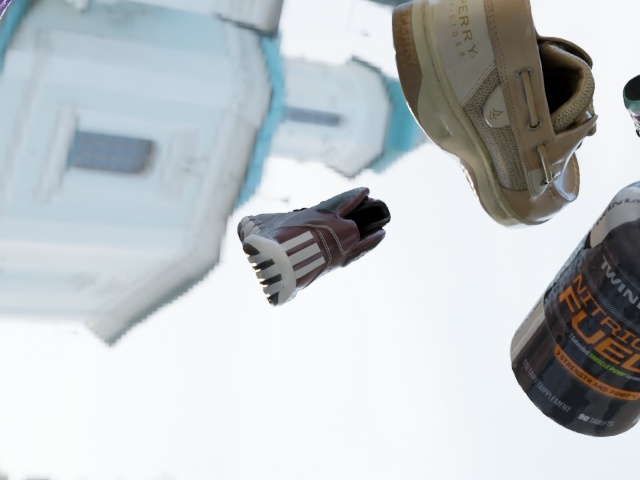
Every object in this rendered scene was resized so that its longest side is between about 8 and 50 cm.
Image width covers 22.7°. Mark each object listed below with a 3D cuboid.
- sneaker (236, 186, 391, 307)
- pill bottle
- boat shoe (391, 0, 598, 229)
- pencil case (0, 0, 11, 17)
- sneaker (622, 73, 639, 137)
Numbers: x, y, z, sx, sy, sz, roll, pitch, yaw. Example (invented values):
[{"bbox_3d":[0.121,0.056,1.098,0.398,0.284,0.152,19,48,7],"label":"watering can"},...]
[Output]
[{"bbox_3d":[0.000,0.000,1.772,0.106,0.162,0.281,64,-2,-9],"label":"sneaker"},{"bbox_3d":[0.258,0.039,1.267,0.130,0.130,0.245,64,-36,32],"label":"pill bottle"},{"bbox_3d":[0.159,-0.094,1.212,0.110,0.341,0.121,-15,-108,18],"label":"boat shoe"},{"bbox_3d":[-0.217,-0.065,0.814,0.088,0.086,0.206,1,-116,14],"label":"pencil case"},{"bbox_3d":[0.273,-0.106,1.174,0.098,0.069,0.038,-21,-131,6],"label":"sneaker"}]
